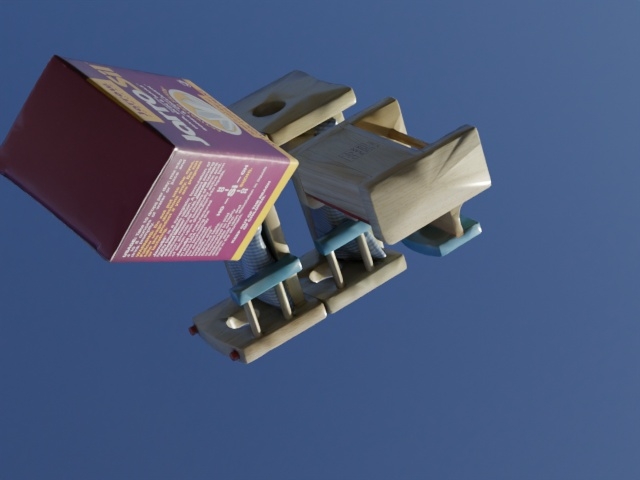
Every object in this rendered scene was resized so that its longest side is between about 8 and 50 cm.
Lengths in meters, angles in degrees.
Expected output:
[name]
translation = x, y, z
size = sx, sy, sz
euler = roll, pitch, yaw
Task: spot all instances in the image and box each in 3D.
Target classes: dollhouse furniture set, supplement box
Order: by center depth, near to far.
[supplement box]
translation = -0.054, -0.025, 0.510
size = 0.055, 0.043, 0.083
euler = 38, -165, 20
[dollhouse furniture set]
translation = 0.000, 0.000, 0.919
size = 0.129, 0.129, 0.183
euler = -30, -151, -22
